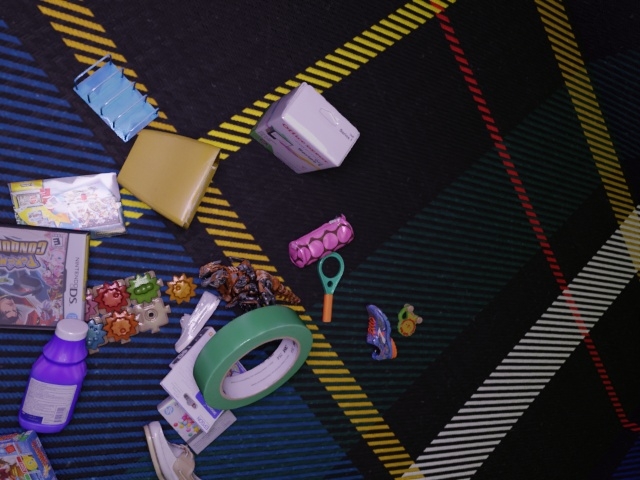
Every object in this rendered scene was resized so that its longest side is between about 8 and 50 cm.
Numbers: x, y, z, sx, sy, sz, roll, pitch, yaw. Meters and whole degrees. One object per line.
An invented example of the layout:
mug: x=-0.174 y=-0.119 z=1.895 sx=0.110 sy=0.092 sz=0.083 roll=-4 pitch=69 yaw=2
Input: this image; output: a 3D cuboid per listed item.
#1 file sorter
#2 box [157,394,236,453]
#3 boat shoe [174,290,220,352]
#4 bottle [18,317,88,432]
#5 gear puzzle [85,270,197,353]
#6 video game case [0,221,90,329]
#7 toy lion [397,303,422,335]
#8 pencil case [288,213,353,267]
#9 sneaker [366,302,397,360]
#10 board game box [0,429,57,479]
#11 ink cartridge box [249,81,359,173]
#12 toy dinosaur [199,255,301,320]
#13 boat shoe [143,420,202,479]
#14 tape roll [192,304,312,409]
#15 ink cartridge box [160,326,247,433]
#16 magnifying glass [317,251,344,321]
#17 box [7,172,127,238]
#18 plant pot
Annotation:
file sorter: x=-0.505 y=-0.355 z=1.079 sx=0.118 sy=0.104 sz=0.170 roll=-47 pitch=111 yaw=-16
box: x=-0.356 y=0.501 z=1.257 sx=0.145 sy=0.038 sz=0.186 roll=-38 pitch=108 yaw=-20
boat shoe: x=-0.360 y=0.226 z=1.221 sx=0.063 sy=0.066 sz=0.184 roll=37 pitch=80 yaw=-9
bottle: x=-0.630 y=0.323 z=1.038 sx=0.118 sy=0.092 sz=0.283 roll=18 pitch=104 yaw=-21
gear puzzle: x=-0.495 y=0.180 z=1.159 sx=0.339 sy=0.044 sz=0.175 roll=-17 pitch=101 yaw=-24
video game case: x=-0.700 y=0.086 z=1.015 sx=0.275 sy=0.035 sz=0.248 roll=6 pitch=100 yaw=-16
toy lion: x=0.316 y=0.295 z=1.574 sx=0.096 sy=0.034 sz=0.100 roll=-42 pitch=110 yaw=-9
pencil case: x=0.000 y=0.000 z=1.362 sx=0.209 sy=0.095 sz=0.098 roll=-31 pitch=142 yaw=-23
sneaker: x=0.197 y=0.321 z=1.491 sx=0.087 sy=0.083 sz=0.221 roll=-21 pitch=100 yaw=-15
board game box: x=-0.723 y=0.556 z=1.038 sx=0.136 sy=0.035 sz=0.201 roll=-9 pitch=107 yaw=3
ink cartridge box: x=-0.053 y=-0.298 z=1.206 sx=0.201 sy=0.278 sz=0.117 roll=37 pitch=78 yaw=-23
toy dinosaur: x=-0.188 y=0.149 z=1.246 sx=0.322 sy=0.164 sz=0.218 roll=3 pitch=58 yaw=-22
boat shoe: x=-0.407 y=0.620 z=1.208 sx=0.103 sy=0.113 sz=0.302 roll=-21 pitch=113 yaw=-24
tape roll: x=-0.173 y=0.315 z=1.155 sx=0.321 sy=0.077 sz=0.321 roll=-25 pitch=140 yaw=-23
ink cartridge box: x=-0.324 y=0.390 z=1.219 sx=0.206 sy=0.045 sz=0.208 roll=58 pitch=45 yaw=-19
magnifying glass: x=0.029 y=0.152 z=1.424 sx=0.092 sy=0.026 sz=0.231 roll=4 pitch=93 yaw=-26
box: x=-0.621 y=-0.077 z=1.077 sx=0.233 sy=0.044 sz=0.159 roll=-11 pitch=99 yaw=-25
plant pot: x=-0.388 y=-0.166 z=1.106 sx=0.187 sy=0.212 sz=0.212 roll=26 pitch=83 yaw=-13
